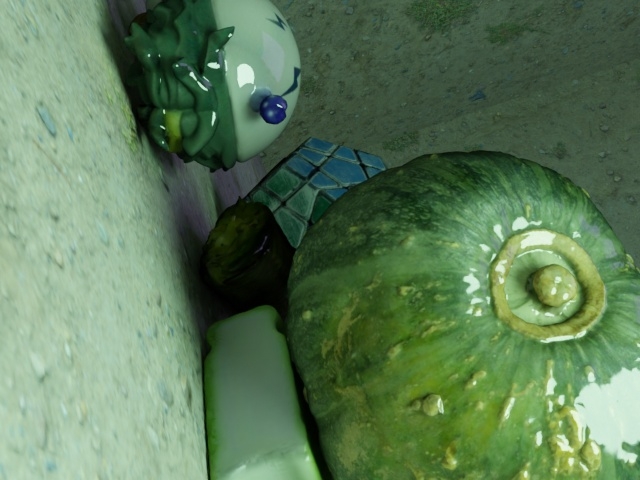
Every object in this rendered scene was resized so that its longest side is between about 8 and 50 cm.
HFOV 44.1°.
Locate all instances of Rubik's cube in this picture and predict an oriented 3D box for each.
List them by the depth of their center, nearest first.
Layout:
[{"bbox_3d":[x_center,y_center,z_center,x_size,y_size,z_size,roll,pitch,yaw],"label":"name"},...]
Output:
[{"bbox_3d":[0.000,0.000,1.237,0.319,0.318,0.264,-108,-150,-50],"label":"Rubik's cube"}]

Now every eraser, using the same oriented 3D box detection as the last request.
[{"bbox_3d":[-0.022,0.228,0.733,0.210,0.092,0.274,-107,178,-58],"label":"eraser"}]

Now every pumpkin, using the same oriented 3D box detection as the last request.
[{"bbox_3d":[0.122,0.100,0.643,0.257,0.291,0.328,113,-28,-61],"label":"pumpkin"}]

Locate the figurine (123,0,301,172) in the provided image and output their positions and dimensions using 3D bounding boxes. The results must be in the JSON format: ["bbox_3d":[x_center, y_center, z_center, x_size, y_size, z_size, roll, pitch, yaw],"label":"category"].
[{"bbox_3d":[-0.121,-0.216,0.869,0.382,0.186,0.261,-100,168,-56],"label":"figurine"}]

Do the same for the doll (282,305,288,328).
[{"bbox_3d":[0.009,0.134,0.881,0.151,0.150,0.287,-108,-146,-59],"label":"doll"}]

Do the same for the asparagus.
[{"bbox_3d":[-0.078,0.026,0.921,0.382,0.108,0.129,70,8,-76],"label":"asparagus"}]
